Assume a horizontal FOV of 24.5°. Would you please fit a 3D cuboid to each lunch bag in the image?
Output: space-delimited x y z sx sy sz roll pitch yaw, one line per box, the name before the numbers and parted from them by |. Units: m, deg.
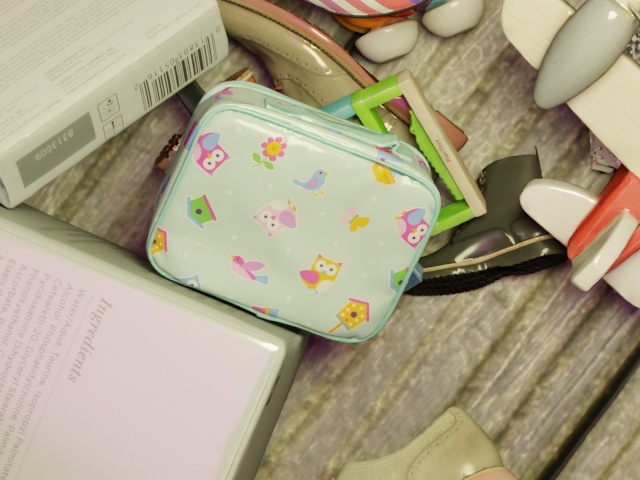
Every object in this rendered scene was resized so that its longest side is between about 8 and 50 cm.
lunch bag | -0.022 -0.032 1.525 0.279 0.108 0.224 20 107 -12

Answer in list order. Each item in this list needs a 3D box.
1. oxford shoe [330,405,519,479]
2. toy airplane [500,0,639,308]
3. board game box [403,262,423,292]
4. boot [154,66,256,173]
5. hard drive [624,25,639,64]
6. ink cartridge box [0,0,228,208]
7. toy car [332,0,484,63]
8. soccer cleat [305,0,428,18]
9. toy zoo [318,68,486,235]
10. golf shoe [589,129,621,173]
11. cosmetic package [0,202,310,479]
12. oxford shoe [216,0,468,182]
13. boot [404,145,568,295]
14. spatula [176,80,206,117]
oxford shoe | 0.041 0.340 1.676 0.397 0.140 0.146 -34 56 8
toy airplane | 0.385 -0.095 1.503 0.386 0.272 0.384 -4 96 -1
board game box | 0.000 0.000 1.629 0.136 0.035 0.201 -34 111 21
boot | -0.113 -0.124 1.713 0.085 0.059 0.158 38 86 -16
hard drive | 0.463 -0.165 1.667 0.172 0.054 0.254 -39 87 3
ink cartridge box | -0.342 -0.238 1.629 0.308 0.091 0.385 -39 57 -23
toy car | 0.093 -0.296 1.653 0.182 0.136 0.159 -21 88 4
soccer cleat | -0.025 -0.309 1.559 0.318 0.116 0.108 15 90 20
toy zoo | 0.012 -0.051 1.643 0.293 0.030 0.192 -25 119 17
golf shoe | 0.333 -0.119 1.669 0.086 0.067 0.186 -37 87 4
cosmetic package | -0.257 0.170 1.577 0.394 0.329 0.327 23 91 5
oxford shoe | -0.008 -0.165 1.662 0.348 0.123 0.130 34 96 0
boot | 0.174 -0.020 1.690 0.198 0.077 0.137 -13 71 10
spatula | -0.179 -0.214 1.686 0.084 0.030 0.296 -32 73 -14
